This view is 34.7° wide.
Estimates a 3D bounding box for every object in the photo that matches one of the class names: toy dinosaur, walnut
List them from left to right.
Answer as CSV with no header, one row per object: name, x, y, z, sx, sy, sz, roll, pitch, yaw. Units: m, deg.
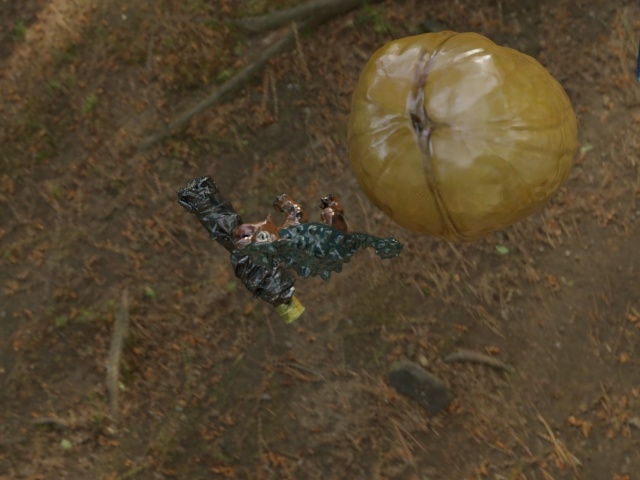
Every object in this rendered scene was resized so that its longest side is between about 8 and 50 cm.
toy dinosaur,0.000,0.000,0.716,0.049,0.154,0.055,-56,49,32
walnut,0.094,-0.067,0.669,0.144,0.180,0.144,0,89,14

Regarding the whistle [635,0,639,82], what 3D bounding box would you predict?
whistle,0.387,-0.244,1.113,0.090,0.090,0.157,9,108,28

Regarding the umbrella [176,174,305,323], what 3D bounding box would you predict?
umbrella,-0.062,0.008,0.834,0.037,0.144,0.040,-35,13,14
